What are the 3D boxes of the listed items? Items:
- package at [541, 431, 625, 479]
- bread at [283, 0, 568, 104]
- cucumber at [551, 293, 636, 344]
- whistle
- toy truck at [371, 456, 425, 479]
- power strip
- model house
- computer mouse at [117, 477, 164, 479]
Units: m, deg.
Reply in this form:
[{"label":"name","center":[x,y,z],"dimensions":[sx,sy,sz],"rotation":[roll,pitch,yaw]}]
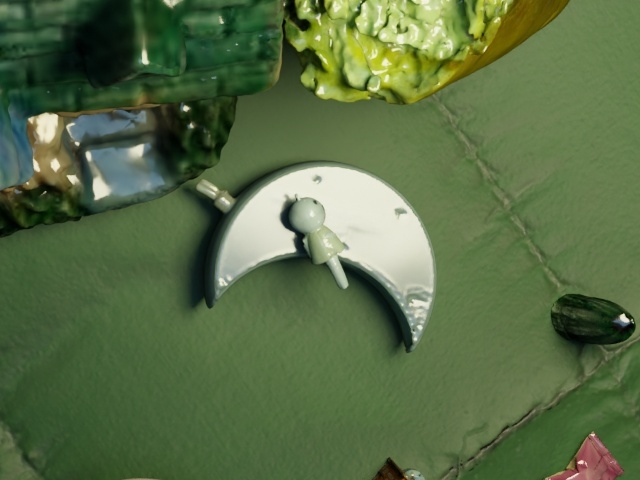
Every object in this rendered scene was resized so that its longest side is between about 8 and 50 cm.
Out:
[{"label":"package","center":[0.260,0.237,1.960],"dimensions":[0.083,0.029,0.059],"rotation":[-41,104,-17]},{"label":"bread","center":[0.115,-0.273,1.732],"dimensions":[0.208,0.376,0.251],"rotation":[-11,101,29]},{"label":"cucumber","center":[0.271,0.080,1.918],"dimensions":[0.048,0.105,0.048],"rotation":[-2,96,-24]},{"label":"whistle","center":[0.000,0.000,1.827],"dimensions":[0.035,0.035,0.100],"rotation":[-29,100,-10]},{"label":"toy truck","center":[0.098,0.311,1.899],"dimensions":[0.115,0.080,0.177],"rotation":[-42,100,-3]},{"label":"power strip","center":[-0.005,0.005,1.872],"dimensions":[0.253,0.054,0.167],"rotation":[15,87,-14]},{"label":"model house","center":[-0.266,-0.179,1.627],"dimensions":[0.445,0.400,0.395],"rotation":[-7,92,-13]},{"label":"computer mouse","center":[-0.199,0.340,1.810],"dimensions":[0.184,0.121,0.297],"rotation":[18,108,-31]}]
